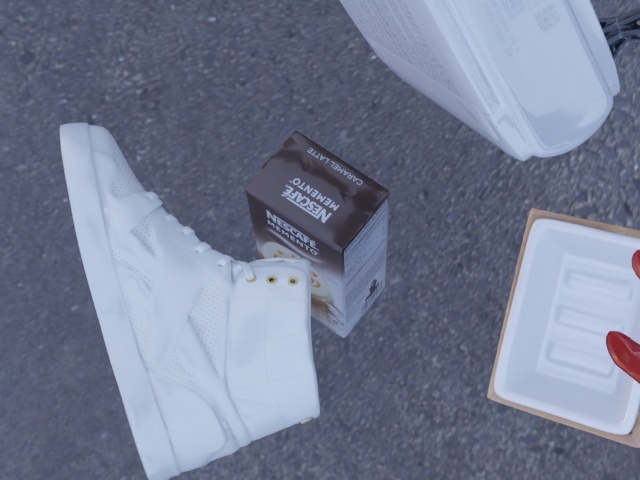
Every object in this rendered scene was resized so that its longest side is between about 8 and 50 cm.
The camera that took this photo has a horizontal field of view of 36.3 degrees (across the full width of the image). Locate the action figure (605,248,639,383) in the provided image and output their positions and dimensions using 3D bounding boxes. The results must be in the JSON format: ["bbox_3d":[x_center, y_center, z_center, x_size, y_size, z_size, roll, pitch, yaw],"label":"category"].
[{"bbox_3d":[0.301,0.010,0.630,0.280,0.139,0.091,-4,125,-18],"label":"action figure"}]

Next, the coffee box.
[{"bbox_3d":[0.000,0.000,1.182,0.141,0.098,0.246,33,158,19],"label":"coffee box"}]

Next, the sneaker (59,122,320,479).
[{"bbox_3d":[-0.096,0.024,0.768,0.169,0.108,0.292,-18,75,-10],"label":"sneaker"}]

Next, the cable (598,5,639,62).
[{"bbox_3d":[0.368,-0.259,1.231,0.287,0.072,0.139,-28,80,42],"label":"cable"}]

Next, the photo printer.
[{"bbox_3d":[0.078,-0.216,0.753,0.107,0.307,0.256,-36,119,0],"label":"photo printer"}]

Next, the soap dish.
[{"bbox_3d":[0.383,0.119,1.397,0.229,0.118,0.291,15,94,29],"label":"soap dish"}]
